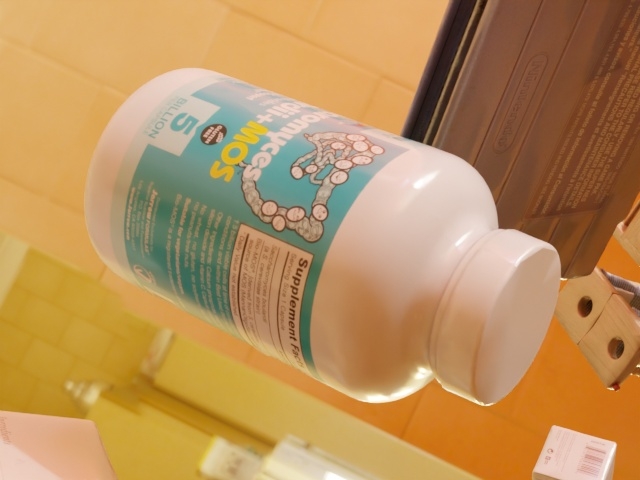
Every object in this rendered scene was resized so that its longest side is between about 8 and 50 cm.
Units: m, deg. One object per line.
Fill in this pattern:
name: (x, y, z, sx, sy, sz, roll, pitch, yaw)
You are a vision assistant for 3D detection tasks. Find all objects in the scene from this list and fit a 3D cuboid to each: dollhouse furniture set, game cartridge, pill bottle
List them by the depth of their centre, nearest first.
pill bottle: (0.000, 0.000, 0.622, 0.146, 0.264, 0.146, -36, -42, -41)
game cartridge: (0.167, -0.110, 0.736, 0.230, 0.068, 0.355, -10, -46, -35)
dollhouse furniture set: (0.331, 0.041, 0.981, 0.184, 0.129, 0.129, -63, 28, 25)

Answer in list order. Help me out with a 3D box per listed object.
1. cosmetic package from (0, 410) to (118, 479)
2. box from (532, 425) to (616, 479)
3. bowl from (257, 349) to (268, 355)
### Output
cosmetic package: (-0.220, 0.192, 0.617, 0.151, 0.183, 0.151, 39, 115, 63)
box: (0.372, 0.347, 1.577, 0.101, 0.102, 0.087, -53, -33, -43)
bowl: (-0.091, 0.075, 1.442, 0.053, 0.142, 0.142, -27, 19, -16)
